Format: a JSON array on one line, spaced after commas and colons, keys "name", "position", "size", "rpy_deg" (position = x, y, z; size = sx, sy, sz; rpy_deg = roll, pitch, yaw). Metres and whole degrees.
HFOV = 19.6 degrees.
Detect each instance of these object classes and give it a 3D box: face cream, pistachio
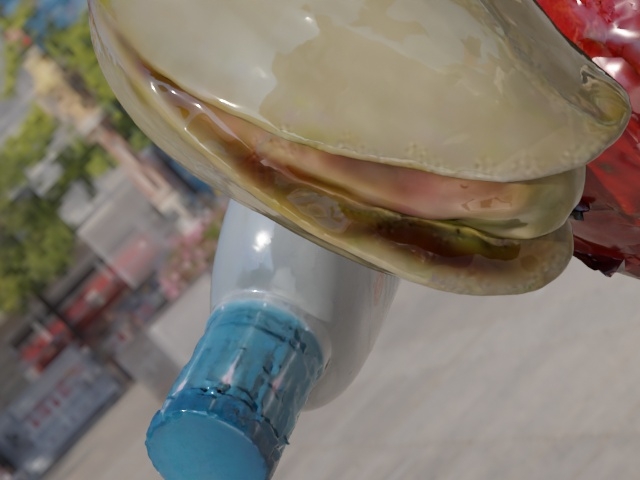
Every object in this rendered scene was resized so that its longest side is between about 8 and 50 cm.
[{"name": "face cream", "position": [0.000, 0.000, 0.954], "size": [0.337, 0.080, 0.163], "rpy_deg": [-63, -22, -47]}, {"name": "pistachio", "position": [0.006, -0.064, 0.675], "size": [0.144, 0.215, 0.144], "rpy_deg": [-44, -25, -27]}]

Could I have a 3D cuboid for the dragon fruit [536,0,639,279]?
[{"name": "dragon fruit", "position": [0.211, -0.130, 1.123], "size": [0.295, 0.295, 0.302], "rpy_deg": [-43, 45, 29]}]
